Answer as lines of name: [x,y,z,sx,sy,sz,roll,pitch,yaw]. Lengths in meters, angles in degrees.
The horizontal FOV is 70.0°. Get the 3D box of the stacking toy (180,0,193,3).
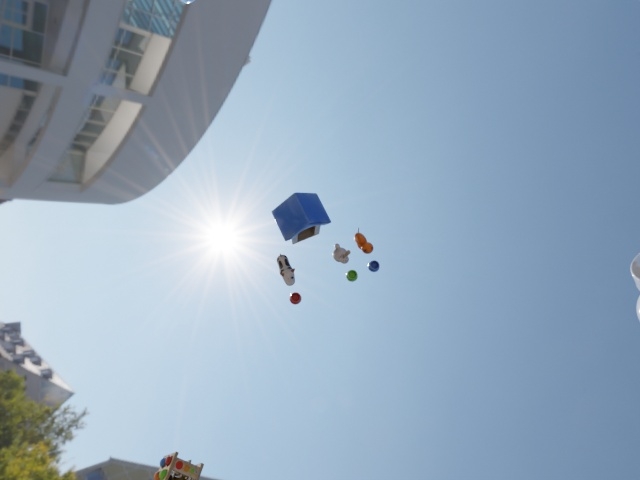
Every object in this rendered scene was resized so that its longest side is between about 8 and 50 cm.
stacking toy: [-0.031,-0.337,0.348,0.165,0.302,0.175,54,-21,10]

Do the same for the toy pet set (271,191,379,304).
toy pet set: [0.000,0.000,0.550,0.065,0.122,0.114,102,-36,-71]

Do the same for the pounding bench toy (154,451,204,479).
pounding bench toy: [-0.253,0.417,0.784,0.052,0.065,0.083,-36,-152,39]

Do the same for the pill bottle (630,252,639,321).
pill bottle: [0.325,0.079,0.379,0.087,0.087,0.160,-23,-73,41]
